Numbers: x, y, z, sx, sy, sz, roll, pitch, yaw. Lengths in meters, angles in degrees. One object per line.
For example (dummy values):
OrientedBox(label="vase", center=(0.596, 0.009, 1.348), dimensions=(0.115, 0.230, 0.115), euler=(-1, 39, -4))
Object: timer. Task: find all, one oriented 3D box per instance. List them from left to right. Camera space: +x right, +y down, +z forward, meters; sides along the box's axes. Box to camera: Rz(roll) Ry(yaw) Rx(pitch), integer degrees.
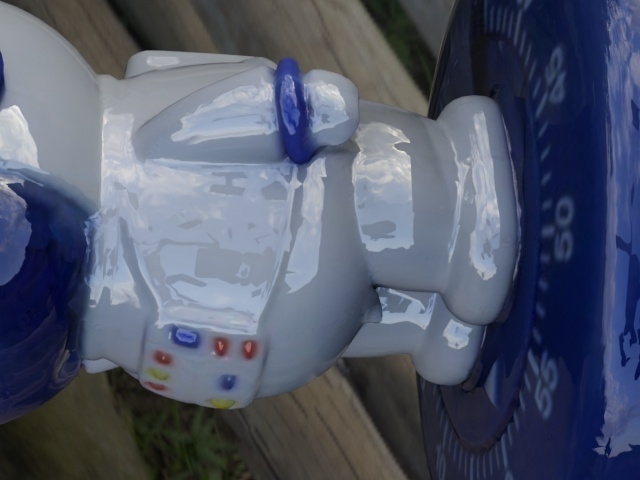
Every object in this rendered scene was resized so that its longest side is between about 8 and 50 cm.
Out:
OrientedBox(label="timer", center=(0.000, 0.000, 0.550), dimensions=(0.384, 0.270, 0.270), euler=(2, 65, -9))
